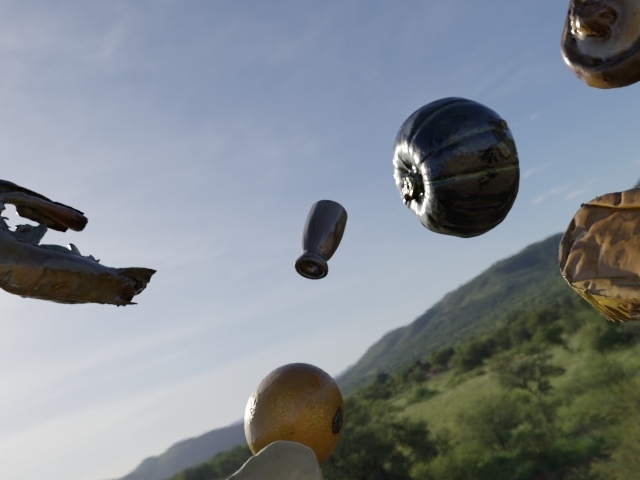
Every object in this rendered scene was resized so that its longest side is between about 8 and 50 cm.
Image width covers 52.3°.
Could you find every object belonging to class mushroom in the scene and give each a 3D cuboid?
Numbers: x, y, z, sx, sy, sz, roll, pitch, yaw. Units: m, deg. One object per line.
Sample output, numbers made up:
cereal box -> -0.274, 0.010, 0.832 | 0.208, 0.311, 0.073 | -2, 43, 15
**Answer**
mushroom -> 0.610, -0.439, 1.332 | 0.153, 0.253, 0.253 | -7, -22, -45

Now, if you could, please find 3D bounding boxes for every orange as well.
orange -> -0.055, 0.383, 1.406 | 0.236, 0.236, 0.236 | -24, -13, -6

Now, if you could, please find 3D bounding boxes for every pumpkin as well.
pumpkin -> 0.301, -0.160, 1.456 | 0.241, 0.323, 0.323 | -16, -15, -16

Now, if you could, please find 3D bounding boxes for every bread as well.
bread -> 0.507, 0.025, 0.941 | 0.156, 0.204, 0.288 | 29, -25, -25

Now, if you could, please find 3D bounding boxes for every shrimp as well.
shrimp -> -0.301, 0.004, 0.730 | 0.058, 0.173, 0.253 | -44, -28, 18

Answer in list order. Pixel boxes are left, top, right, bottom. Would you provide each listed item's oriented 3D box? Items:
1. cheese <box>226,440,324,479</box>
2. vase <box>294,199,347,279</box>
cheese -> -0.075, 0.521, 0.916 | 0.384, 0.384, 0.104 | -24, -29, -8
vase -> 0.000, 0.000, 0.831 | 0.053, 0.053, 0.100 | -40, 25, 46
